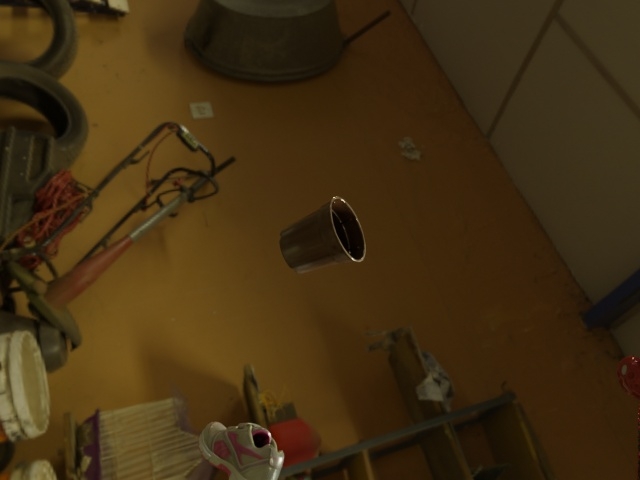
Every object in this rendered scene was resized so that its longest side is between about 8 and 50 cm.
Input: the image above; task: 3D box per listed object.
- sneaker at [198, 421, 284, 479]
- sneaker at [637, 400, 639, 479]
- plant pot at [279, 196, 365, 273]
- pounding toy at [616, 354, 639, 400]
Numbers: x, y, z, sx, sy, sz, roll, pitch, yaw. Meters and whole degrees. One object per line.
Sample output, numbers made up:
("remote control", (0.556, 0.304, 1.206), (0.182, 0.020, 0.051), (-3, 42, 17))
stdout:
("sneaker", (-0.145, 0.408, 1.063), (0.103, 0.111, 0.252), (42, -16, -36))
("sneaker", (0.752, 0.425, 1.169), (0.104, 0.125, 0.261), (34, 63, -59))
("plant pot", (0.000, 0.000, 1.340), (0.167, 0.165, 0.167), (43, 34, -40))
("pounding toy", (0.410, 0.191, 0.602), (0.183, 0.110, 0.237), (-126, -165, -65))
